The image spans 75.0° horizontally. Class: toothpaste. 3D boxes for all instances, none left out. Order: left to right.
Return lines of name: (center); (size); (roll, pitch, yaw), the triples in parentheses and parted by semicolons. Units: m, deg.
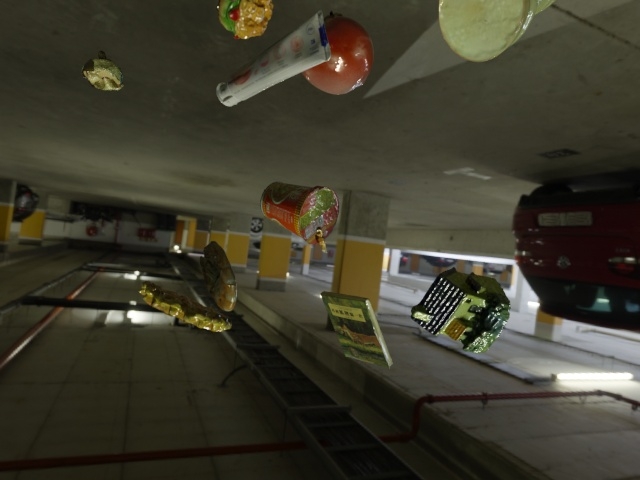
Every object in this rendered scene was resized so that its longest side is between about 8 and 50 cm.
toothpaste: (-0.110, -0.381, 0.917); (0.323, 0.100, 0.066); (-11, 179, 40)

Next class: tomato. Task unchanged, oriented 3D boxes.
tomato: (0.068, -0.771, 1.754); (0.322, 0.321, 0.321); (7, 179, 0)

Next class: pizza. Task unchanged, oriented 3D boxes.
pizza: (-0.001, 0.000, 1.148); (0.025, 0.078, 0.083); (-13, 172, 1)

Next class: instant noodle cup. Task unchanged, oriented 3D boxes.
instant noodle cup: (-0.079, -0.107, 1.347); (0.212, 0.193, 0.193); (22, -172, 37)

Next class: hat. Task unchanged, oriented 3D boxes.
hat: (-0.492, -0.384, 0.948); (0.076, 0.059, 0.077); (1, 163, -1)

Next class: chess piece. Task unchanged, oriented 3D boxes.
chess piece: (0.526, -0.676, 1.135); (0.234, 0.234, 0.442); (6, -142, 49)

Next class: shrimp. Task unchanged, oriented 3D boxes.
shrimp: (-0.270, 0.069, 1.076); (0.059, 0.145, 0.254); (-7, -134, -27)

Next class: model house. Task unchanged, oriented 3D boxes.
model house: (0.379, 0.187, 1.165); (0.212, 0.194, 0.170); (14, -145, -12)

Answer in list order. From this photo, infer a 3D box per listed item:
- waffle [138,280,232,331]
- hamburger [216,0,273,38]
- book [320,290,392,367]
waffle: (-0.407, 0.195, 1.230); (0.301, 0.058, 0.282); (14, 164, 44)
hamburger: (-0.276, -0.883, 1.604); (0.149, 0.237, 0.237); (34, -179, 4)
book: (0.097, 0.243, 1.141); (0.160, 0.228, 0.024); (2, -147, 43)
